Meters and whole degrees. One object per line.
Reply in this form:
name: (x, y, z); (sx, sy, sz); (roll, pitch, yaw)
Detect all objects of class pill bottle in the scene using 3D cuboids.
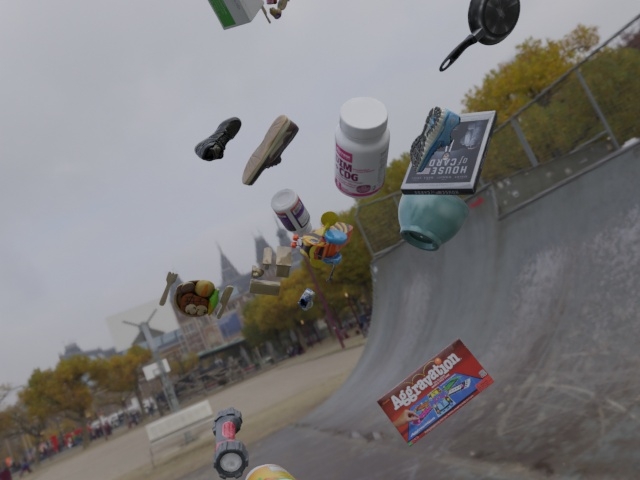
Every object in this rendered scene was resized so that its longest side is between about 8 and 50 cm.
pill bottle: (-0.103, -0.097, 2.085); (0.108, 0.108, 0.193); (-24, -42, 6)
pill bottle: (-0.119, 0.635, 1.363); (0.136, 0.136, 0.246); (-20, -3, -20)
pill bottle: (0.120, -0.270, 1.626); (0.160, 0.160, 0.283); (-21, -34, -14)

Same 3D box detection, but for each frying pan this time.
frying pan: (0.484, -0.669, 1.678); (0.326, 0.197, 0.053); (-30, 32, -13)

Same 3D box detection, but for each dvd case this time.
dvd case: (0.307, -0.208, 1.315); (0.179, 0.238, 0.029); (3, -34, 35)

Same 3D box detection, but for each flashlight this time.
flashlight: (-0.273, 0.604, 1.684); (0.103, 0.103, 0.304); (-62, 11, 3)

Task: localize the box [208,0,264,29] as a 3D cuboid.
box: (-0.206, -0.584, 1.331); (0.087, 0.102, 0.101); (-4, -43, 28)

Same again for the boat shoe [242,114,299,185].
boat shoe: (-0.176, -0.305, 1.955); (0.092, 0.103, 0.285); (27, -77, -31)

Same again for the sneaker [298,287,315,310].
sneaker: (-0.060, 0.230, 2.061); (0.058, 0.052, 0.135); (-48, -17, -31)

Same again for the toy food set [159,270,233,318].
toy food set: (-0.353, 0.166, 1.569); (0.192, 0.038, 0.132); (16, -70, -22)

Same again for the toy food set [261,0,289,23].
toy food set: (-0.118, -0.645, 1.486); (0.019, 0.122, 0.078); (3, -35, 32)

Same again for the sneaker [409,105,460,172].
sneaker: (0.245, -0.205, 1.171); (0.073, 0.063, 0.162); (7, -43, -18)

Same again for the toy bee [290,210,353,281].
toy bee: (0.000, 0.000, 1.718); (0.162, 0.195, 0.298); (19, 7, 7)

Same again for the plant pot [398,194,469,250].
plant pot: (0.447, -0.078, 2.299); (0.196, 0.293, 0.293); (-64, 4, -17)

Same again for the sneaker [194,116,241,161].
sneaker: (-0.395, -0.398, 2.216); (0.227, 0.130, 0.087); (-39, -49, -5)

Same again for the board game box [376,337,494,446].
board game box: (0.304, 0.403, 1.474); (0.281, 0.145, 0.027); (-38, -15, 0)

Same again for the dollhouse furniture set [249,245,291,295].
dollhouse furniture set: (-0.193, 0.113, 2.129); (0.144, 0.123, 0.151); (7, -56, -7)
